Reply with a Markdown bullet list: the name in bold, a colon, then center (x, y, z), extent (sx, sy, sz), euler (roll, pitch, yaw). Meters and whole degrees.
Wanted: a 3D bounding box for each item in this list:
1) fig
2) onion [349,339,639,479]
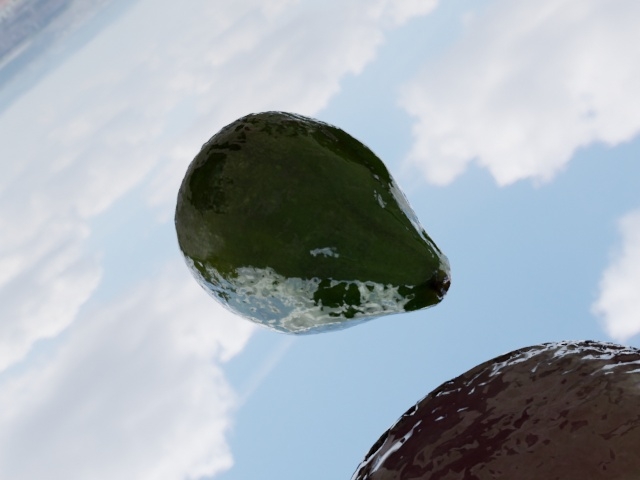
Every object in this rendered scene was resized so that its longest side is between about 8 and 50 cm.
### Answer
- **fig**: center (0.000, 0.000, 0.582), extent (0.123, 0.123, 0.156), euler (-44, -135, -16)
- **onion**: center (0.061, 0.165, 0.471), extent (0.348, 0.159, 0.267), euler (-33, -172, -10)
